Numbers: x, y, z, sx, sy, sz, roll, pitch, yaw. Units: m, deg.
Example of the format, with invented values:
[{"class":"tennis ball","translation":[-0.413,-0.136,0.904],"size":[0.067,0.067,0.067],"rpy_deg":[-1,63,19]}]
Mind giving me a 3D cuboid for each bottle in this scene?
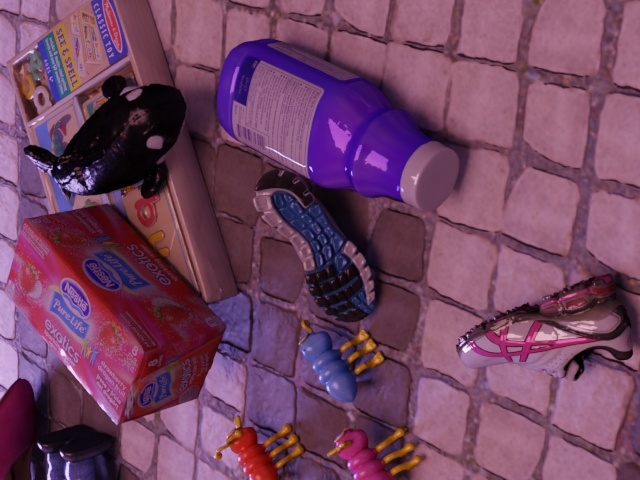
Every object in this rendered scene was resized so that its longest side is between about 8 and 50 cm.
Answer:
[{"class":"bottle","translation":[0.014,-0.115,1.252],"size":[0.283,0.092,0.118],"rpy_deg":[29,123,36]}]

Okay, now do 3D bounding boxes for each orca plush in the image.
[{"class":"orca plush","translation":[-0.281,-0.116,1.461],"size":[0.287,0.102,0.151],"rpy_deg":[-2,99,45]}]

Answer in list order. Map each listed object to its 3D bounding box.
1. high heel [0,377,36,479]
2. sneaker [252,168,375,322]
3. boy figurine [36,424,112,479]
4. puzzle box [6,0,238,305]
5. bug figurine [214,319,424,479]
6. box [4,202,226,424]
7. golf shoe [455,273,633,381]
[{"class":"high heel","translation":[-0.433,0.393,1.841],"size":[0.181,0.127,0.377],"rpy_deg":[20,112,9]},{"class":"sneaker","translation":[0.000,0.000,1.322],"size":[0.071,0.083,0.190],"rpy_deg":[-30,98,8]},{"class":"boy figurine","translation":[-0.334,0.414,1.728],"size":[0.177,0.092,0.285],"rpy_deg":[6,105,43]},{"class":"puzzle box","translation":[-0.261,-0.087,1.559],"size":[0.272,0.052,0.408],"rpy_deg":[-22,84,45]},{"class":"bug figurine","translation":[-0.006,0.233,1.373],"size":[0.216,0.072,0.279],"rpy_deg":[52,130,22]},{"class":"box","translation":[-0.249,0.082,1.461],"size":[0.257,0.128,0.122],"rpy_deg":[43,127,29]},{"class":"golf shoe","translation":[0.203,0.097,1.136],"size":[0.186,0.067,0.086],"rpy_deg":[-26,83,45]}]
